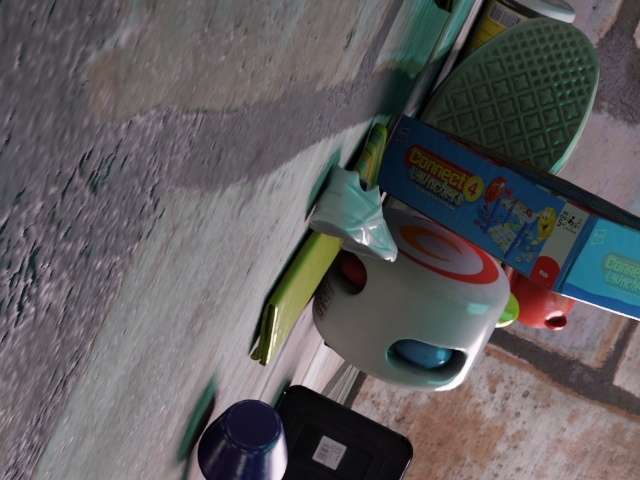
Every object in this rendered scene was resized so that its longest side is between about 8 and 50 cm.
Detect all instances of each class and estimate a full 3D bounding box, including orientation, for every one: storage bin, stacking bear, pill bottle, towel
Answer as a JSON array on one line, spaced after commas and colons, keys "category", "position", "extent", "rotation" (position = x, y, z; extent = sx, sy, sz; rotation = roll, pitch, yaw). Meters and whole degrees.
[{"category": "storage bin", "position": [0.016, 0.269, 1.775], "extent": [0.122, 0.180, 0.084], "rotation": [-63, 175, -6]}, {"category": "stacking bear", "position": [0.219, 0.024, 1.950], "extent": [0.175, 0.289, 0.164], "rotation": [-57, 171, -51]}, {"category": "pill bottle", "position": [0.252, -0.242, 1.930], "extent": [0.208, 0.119, 0.119], "rotation": [-66, 174, 21]}, {"category": "towel", "position": [0.000, 0.000, 1.285], "extent": [0.237, 0.021, 0.102], "rotation": [-58, 166, -36]}]

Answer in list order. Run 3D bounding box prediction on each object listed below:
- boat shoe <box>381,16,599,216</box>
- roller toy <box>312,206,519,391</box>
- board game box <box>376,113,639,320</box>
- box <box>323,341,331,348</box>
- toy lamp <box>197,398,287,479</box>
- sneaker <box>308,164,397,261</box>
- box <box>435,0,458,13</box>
[{"category": "boat shoe", "position": [0.172, -0.059, 1.777], "extent": [0.500, 0.187, 0.156], "rotation": [-59, 179, 0]}, {"category": "roller toy", "position": [0.092, 0.067, 1.532], "extent": [0.191, 0.209, 0.146], "rotation": [-21, 140, -62]}, {"category": "board game box", "position": [0.262, -0.011, 1.527], "extent": [0.308, 0.302, 0.086], "rotation": [17, 102, -42]}, {"category": "box", "position": [0.057, 0.140, 2.040], "extent": [0.062, 0.083, 0.052], "rotation": [-64, 174, 4]}, {"category": "toy lamp", "position": [-0.079, 0.222, 1.256], "extent": [0.080, 0.080, 0.274], "rotation": [-60, 173, -33]}, {"category": "sneaker", "position": [0.038, -0.020, 1.235], "extent": [0.152, 0.054, 0.061], "rotation": [39, 66, -67]}, {"category": "box", "position": [0.155, -0.314, 1.262], "extent": [0.201, 0.021, 0.164], "rotation": [-63, 174, -3]}]
